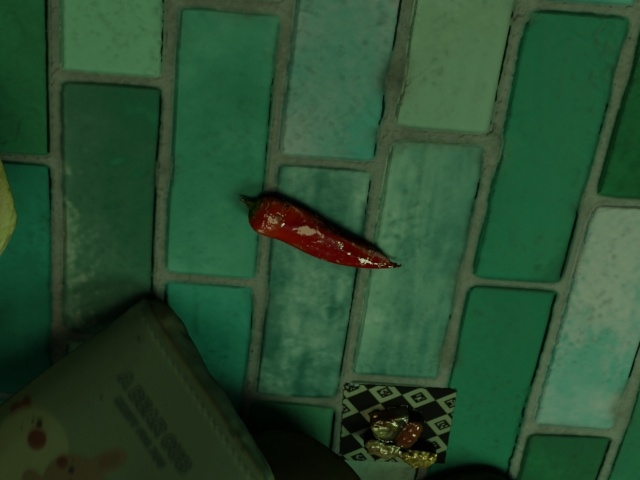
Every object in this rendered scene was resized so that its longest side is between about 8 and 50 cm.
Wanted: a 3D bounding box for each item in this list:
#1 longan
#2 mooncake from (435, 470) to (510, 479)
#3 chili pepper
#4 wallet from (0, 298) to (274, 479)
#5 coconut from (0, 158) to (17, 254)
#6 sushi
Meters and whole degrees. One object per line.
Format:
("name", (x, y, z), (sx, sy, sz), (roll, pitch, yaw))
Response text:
("longan", (-0.048, 0.295, 1.804), (0.220, 0.197, 0.196), (-8, 145, -42))
("mooncake", (0.165, 0.339, 1.911), (0.168, 0.104, 0.175), (6, 137, -14))
("chili pepper", (0.000, 0.000, 1.639), (0.178, 0.027, 0.045), (24, 128, -23))
("wallet", (-0.233, 0.254, 1.702), (0.360, 0.083, 0.252), (-36, 82, 6))
("coconut", (-0.404, -0.024, 1.484), (0.259, 0.259, 0.259), (0, 133, 0))
("sushi", (0.081, 0.206, 1.833), (0.120, 0.026, 0.126), (2, 133, -1))
